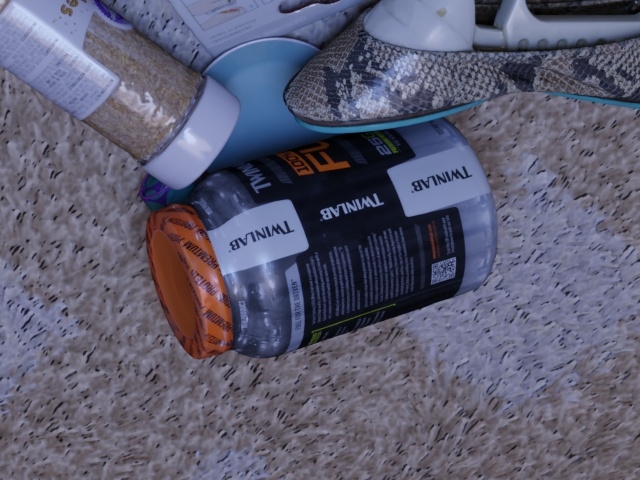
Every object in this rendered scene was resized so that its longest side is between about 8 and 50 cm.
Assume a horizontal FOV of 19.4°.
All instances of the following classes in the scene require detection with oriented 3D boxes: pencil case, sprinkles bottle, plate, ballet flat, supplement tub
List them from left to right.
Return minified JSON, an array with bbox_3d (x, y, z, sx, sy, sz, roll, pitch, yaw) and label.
[{"bbox_3d":[-0.253,-0.196,1.927,0.355,0.121,0.121,35,106,-18],"label":"sprinkles bottle"},{"bbox_3d":[-0.130,-0.023,2.079,0.070,0.064,0.151,-32,118,25],"label":"pencil case"},{"bbox_3d":[-0.054,-0.138,2.058,0.188,0.024,0.188,-4,116,-7],"label":"plate"},{"bbox_3d":[0.000,0.000,1.990,0.338,0.207,0.207,-18,119,-20],"label":"supplement tub"},{"bbox_3d":[0.198,-0.224,1.979,0.482,0.164,0.182,-4,123,-13],"label":"ballet flat"}]

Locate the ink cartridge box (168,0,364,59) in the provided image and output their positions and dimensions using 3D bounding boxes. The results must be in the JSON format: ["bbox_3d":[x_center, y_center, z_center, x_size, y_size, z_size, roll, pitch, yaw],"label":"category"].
[{"bbox_3d":[-0.049,-0.362,1.866,0.308,0.091,0.385,-22,148,10],"label":"ink cartridge box"}]
